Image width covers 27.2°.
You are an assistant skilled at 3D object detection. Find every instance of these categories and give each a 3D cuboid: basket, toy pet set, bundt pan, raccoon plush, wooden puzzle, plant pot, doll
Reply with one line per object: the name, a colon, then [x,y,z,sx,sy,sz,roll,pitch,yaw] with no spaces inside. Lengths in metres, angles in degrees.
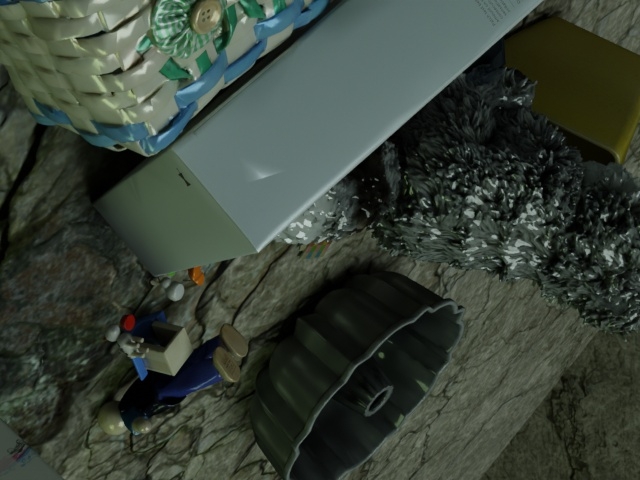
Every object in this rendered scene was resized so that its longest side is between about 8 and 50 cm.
basket: [-0.122,-0.220,0.779,0.255,0.201,0.289,-45,127,-27]
toy pet set: [-0.171,0.074,1.318,0.122,0.065,0.114,-54,142,-38]
bundt pan: [0.035,0.171,1.725,0.331,0.124,0.331,-38,154,-23]
raccoon plush: [0.172,0.011,1.368,0.446,0.299,0.216,-30,152,-37]
wooden puzzle: [0.000,0.000,1.549,0.083,0.006,0.049,-5,131,-58]
plant pot: [0.290,-0.144,1.613,0.187,0.212,0.212,-50,160,-30]
doll: [-0.164,0.155,1.375,0.189,0.046,0.129,-29,-154,28]

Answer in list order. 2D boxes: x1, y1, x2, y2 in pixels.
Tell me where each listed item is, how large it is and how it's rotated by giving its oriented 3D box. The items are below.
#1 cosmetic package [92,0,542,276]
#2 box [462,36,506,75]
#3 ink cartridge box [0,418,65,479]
cosmetic package: [-0.020,-0.102,1.025,0.284,0.097,0.377,-40,-172,-15]
box: [0.105,-0.172,1.415,0.220,0.051,0.175,-44,157,-10]
ink cartridge box: [-0.310,0.247,1.085,0.171,0.232,0.168,-38,156,-30]
